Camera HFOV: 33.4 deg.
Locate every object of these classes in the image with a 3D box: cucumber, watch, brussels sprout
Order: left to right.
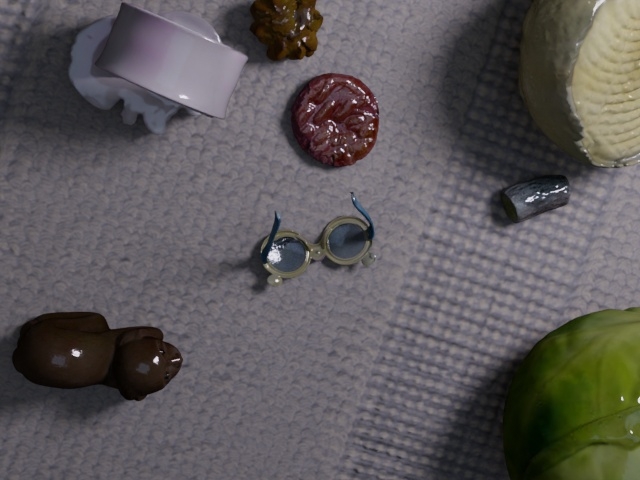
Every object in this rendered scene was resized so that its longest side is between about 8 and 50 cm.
[{"bbox_3d":[-0.246,-0.252,1.569,0.244,0.231,0.196,21,98,-15],"label":"watch"},{"bbox_3d":[0.361,-0.073,1.779,0.112,0.064,0.064,-19,101,-8],"label":"cucumber"},{"bbox_3d":[0.476,0.316,1.708,0.361,0.342,0.425,6,87,-17],"label":"brussels sprout"}]

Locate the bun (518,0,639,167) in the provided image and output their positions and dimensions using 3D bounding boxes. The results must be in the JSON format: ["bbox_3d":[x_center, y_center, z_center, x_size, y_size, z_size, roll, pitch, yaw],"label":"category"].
[{"bbox_3d":[0.449,-0.305,1.672,0.364,0.202,0.364,-17,122,-29],"label":"bun"}]

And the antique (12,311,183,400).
[{"bbox_3d":[-0.346,0.184,1.668,0.257,0.143,0.121,13,95,-13],"label":"antique"}]

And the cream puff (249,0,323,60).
[{"bbox_3d":[-0.050,-0.336,1.655,0.122,0.094,0.116,43,88,-8],"label":"cream puff"}]

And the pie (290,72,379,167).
[{"bbox_3d":[0.027,-0.195,1.718,0.155,0.036,0.154,-2,100,-9],"label":"pie"}]

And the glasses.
[{"bbox_3d":[-0.007,-0.027,1.670,0.190,0.220,0.088,-12,62,-5],"label":"glasses"}]
